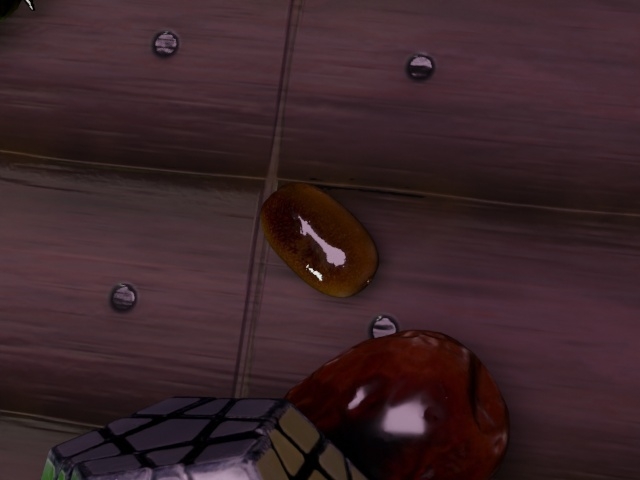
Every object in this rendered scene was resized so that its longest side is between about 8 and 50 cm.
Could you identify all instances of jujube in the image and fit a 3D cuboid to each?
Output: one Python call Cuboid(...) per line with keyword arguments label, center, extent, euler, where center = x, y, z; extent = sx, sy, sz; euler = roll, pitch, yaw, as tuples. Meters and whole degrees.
Cuboid(label="jujube", center=(0.044, 0.173, 1.388), extent=(0.236, 0.168, 0.168), euler=(-26, 75, 22))

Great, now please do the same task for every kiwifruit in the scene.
Cuboid(label="kiwifruit", center=(0.000, 0.000, 1.467), extent=(0.124, 0.075, 0.075), euler=(41, 88, 19))

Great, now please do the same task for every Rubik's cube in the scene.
Cuboid(label="Rubik's cube", center=(-0.091, 0.271, 1.255), extent=(0.319, 0.319, 0.264), euler=(21, 51, 13))

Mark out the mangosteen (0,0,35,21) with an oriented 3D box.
Cuboid(label="mangosteen", center=(-0.364, -0.306, 1.527), extent=(0.243, 0.243, 0.243), euler=(-2, 79, 10))
